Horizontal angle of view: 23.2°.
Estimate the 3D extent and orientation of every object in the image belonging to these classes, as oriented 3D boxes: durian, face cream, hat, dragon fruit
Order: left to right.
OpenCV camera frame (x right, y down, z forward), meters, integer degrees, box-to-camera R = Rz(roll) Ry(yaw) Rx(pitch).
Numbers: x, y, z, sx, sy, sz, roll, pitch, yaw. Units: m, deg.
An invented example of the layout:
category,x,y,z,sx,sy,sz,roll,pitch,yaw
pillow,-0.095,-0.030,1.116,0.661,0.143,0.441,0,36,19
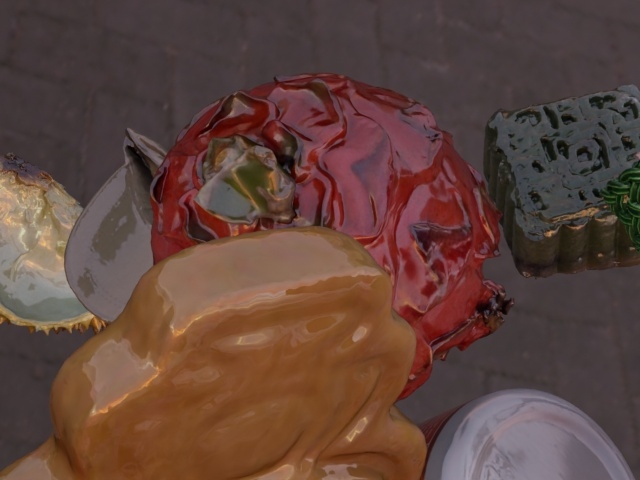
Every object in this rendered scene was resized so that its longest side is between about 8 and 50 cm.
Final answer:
category,x,y,z,sx,sy,sz,roll,pitch,yaw
durian,-0.268,0.016,1.556,0.252,0.139,0.144,52,14,-3
hat,-0.087,0.009,1.105,0.166,0.144,0.173,11,65,28
dragon fruit,0.000,0.000,0.813,0.209,0.172,0.172,36,38,-36
face cream,0.111,0.226,1.134,0.201,0.187,0.201,17,59,-31

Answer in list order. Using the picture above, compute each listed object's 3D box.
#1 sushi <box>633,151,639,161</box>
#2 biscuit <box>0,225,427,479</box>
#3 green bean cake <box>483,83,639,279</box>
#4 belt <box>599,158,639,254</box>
category,x,y,z,sx,sy,sz,roll,pitch,yaw
sushi,0.402,-0.009,1.199,0.294,0.059,0.292,-33,115,-19
biscuit,-0.040,0.092,0.432,0.144,0.236,0.040,-14,52,-36
green bean cake,0.263,-0.063,1.551,0.181,0.094,0.173,-9,54,-2
belt,0.220,-0.047,0.823,0.151,0.121,0.079,-24,80,-19
